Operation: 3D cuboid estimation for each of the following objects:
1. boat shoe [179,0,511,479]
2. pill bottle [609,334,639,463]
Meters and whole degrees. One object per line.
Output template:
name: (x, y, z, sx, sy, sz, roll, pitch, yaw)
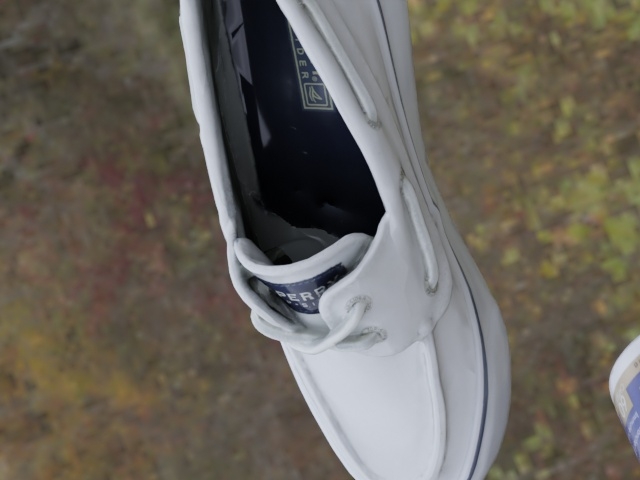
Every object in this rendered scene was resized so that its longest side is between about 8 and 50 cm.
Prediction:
boat shoe: (0.000, 0.000, 0.720, 0.095, 0.084, 0.258, -7, 114, 30)
pill bottle: (0.208, 0.118, 0.922, 0.094, 0.094, 0.169, 91, 163, -51)
